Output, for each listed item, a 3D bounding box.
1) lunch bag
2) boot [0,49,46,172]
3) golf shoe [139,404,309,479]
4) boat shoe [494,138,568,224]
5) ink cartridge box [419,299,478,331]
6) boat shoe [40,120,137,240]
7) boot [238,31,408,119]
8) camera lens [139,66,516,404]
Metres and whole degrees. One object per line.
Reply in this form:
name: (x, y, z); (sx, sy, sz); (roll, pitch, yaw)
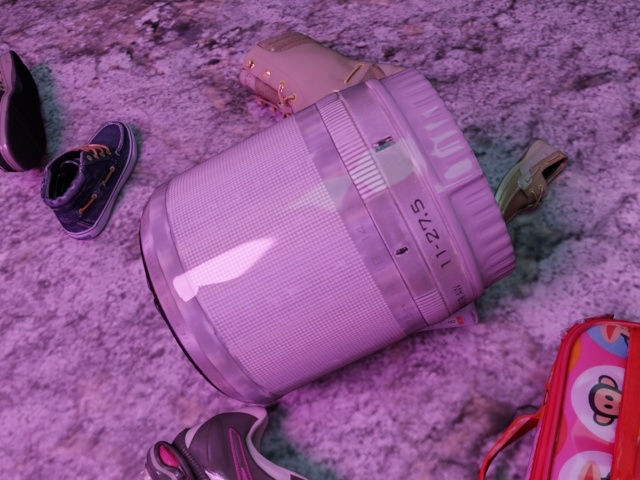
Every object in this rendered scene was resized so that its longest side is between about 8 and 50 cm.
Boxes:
lunch bag: (0.256, 0.210, 0.459); (0.258, 0.120, 0.293); (13, 59, 20)
boot: (-0.473, -0.149, 0.796); (0.179, 0.085, 0.236); (-21, 51, -4)
golf shoe: (-0.036, 0.253, 0.474); (0.120, 0.105, 0.273); (-28, 60, -21)
boat shoe: (0.233, -0.061, 0.668); (0.045, 0.050, 0.135); (28, 65, 28)
ink cartridge box: (0.072, 0.031, 0.647); (0.179, 0.045, 0.145); (-12, 56, 22)
boat shoe: (-0.281, -0.096, 0.736); (0.065, 0.083, 0.183); (1, 58, 8)
boot: (-0.030, -0.154, 0.733); (0.204, 0.095, 0.262); (29, 64, 23)
camera lens: (0.000, 0.000, 0.532); (0.274, 0.219, 0.219); (-27, 57, 6)
